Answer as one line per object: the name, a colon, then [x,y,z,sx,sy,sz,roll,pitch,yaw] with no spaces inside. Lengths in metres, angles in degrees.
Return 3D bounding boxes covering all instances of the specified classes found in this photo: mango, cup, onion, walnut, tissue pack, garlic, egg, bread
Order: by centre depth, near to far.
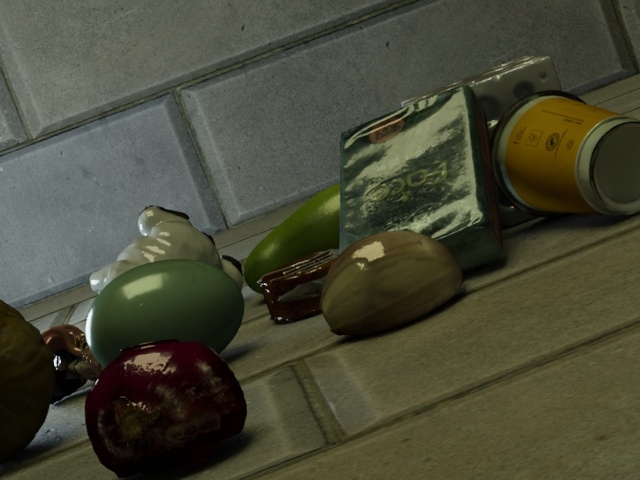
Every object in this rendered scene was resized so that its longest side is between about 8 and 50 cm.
onion: [-0.162,0.165,1.407,0.173,0.135,0.198,-16,6,13]
garlic: [0.105,0.055,1.676,0.206,0.128,0.115,-15,29,-13]
walnut: [-0.475,0.186,1.761,0.227,0.283,0.283,8,-2,-17]
egg: [-0.220,0.112,1.862,0.230,0.168,0.168,-16,6,-13]
cup: [0.379,-0.118,1.911,0.196,0.196,0.279,-22,16,-16]
tissue pack: [0.145,-0.071,1.924,0.228,0.103,0.316,-21,41,20]
bread: [-0.014,0.067,2.017,0.160,0.073,0.160,-21,6,2]
mango: [0.000,0.000,2.263,0.293,0.143,0.175,-30,12,7]

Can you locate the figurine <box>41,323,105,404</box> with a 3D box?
figurine: [-0.368,0.180,2.012,0.157,0.126,0.114,-20,49,14]

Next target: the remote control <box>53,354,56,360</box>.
remote control: [-0.465,0.219,2.276,0.097,0.045,0.256,-16,5,27]

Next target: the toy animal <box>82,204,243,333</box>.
toy animal: [-0.275,0.096,2.237,0.257,0.194,0.357,3,25,2]

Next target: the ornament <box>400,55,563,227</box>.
ornament: [0.290,-0.157,2.174,0.239,0.239,0.240,-20,7,3]
